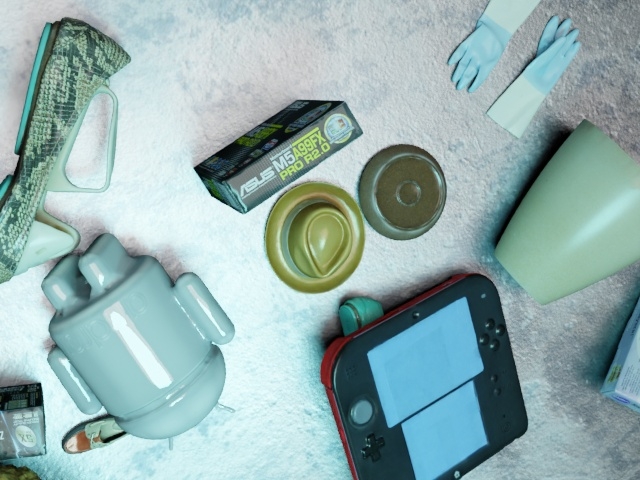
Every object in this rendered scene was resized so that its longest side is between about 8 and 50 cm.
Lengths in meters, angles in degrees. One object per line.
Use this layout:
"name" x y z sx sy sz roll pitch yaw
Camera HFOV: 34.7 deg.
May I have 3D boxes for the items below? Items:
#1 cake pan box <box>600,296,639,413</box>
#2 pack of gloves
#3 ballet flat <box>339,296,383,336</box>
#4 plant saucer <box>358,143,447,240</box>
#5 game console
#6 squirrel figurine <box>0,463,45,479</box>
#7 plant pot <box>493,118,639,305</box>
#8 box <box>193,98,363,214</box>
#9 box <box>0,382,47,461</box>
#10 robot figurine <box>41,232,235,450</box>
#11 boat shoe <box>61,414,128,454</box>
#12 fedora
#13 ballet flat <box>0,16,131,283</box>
"cake pan box" 0.681 0.218 1.891 0.246 0.070 0.267 29 74 -3
"pack of gloves" 0.348 -0.327 1.793 0.195 0.046 0.232 35 87 -18
"ballet flat" 0.092 0.216 1.777 0.087 0.083 0.247 -12 103 -28
"plant saucer" 0.149 -0.082 1.771 0.168 0.029 0.168 -2 96 -21
"game console" 0.191 0.266 1.763 0.386 0.060 0.342 -25 103 -30
"squirrel figurine" -0.479 0.537 1.480 0.397 0.281 0.370 -32 87 2
"plant pot" 0.445 -0.023 1.776 0.274 0.256 0.256 -44 107 10
"box" -0.073 -0.137 1.582 0.216 0.270 0.060 -35 106 -8
"box" -0.496 0.279 1.563 0.147 0.180 0.077 -5 95 -16
"robot figurine" -0.283 0.165 1.599 0.300 0.200 0.353 -29 106 18
"boat shoe" -0.358 0.317 1.680 0.137 0.043 0.049 -20 104 -11
"fedora" 0.000 0.000 1.720 0.194 0.079 0.194 -2 99 -15
"ballet flat" -0.415 -0.094 1.550 0.182 0.164 0.483 24 87 -17
